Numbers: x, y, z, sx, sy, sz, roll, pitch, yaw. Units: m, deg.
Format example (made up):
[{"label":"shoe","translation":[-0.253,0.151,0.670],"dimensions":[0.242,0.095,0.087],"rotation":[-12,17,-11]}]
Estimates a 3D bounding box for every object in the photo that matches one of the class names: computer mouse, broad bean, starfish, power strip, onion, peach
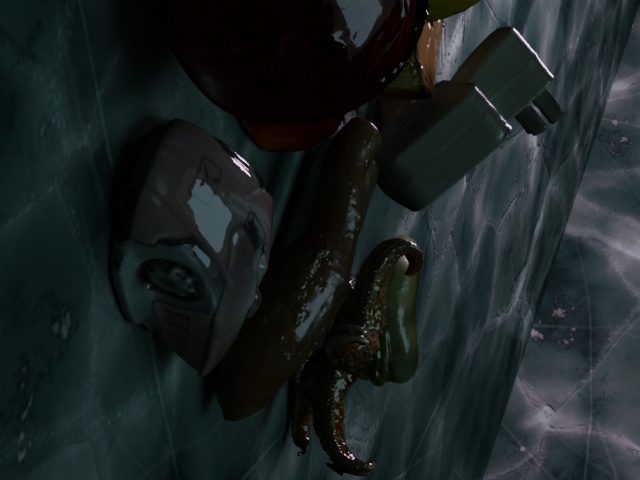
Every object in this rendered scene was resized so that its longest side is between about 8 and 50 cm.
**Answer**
[{"label":"computer mouse","translation":[-0.104,0.024,1.665],"dimensions":[0.389,0.115,0.199],"rotation":[73,37,-57]},{"label":"broad bean","translation":[0.099,0.103,2.425],"dimensions":[0.169,0.100,0.228],"rotation":[87,9,-62]},{"label":"starfish","translation":[0.037,0.150,2.104],"dimensions":[0.312,0.113,0.303],"rotation":[129,-26,-68]},{"label":"power strip","translation":[0.191,-0.143,2.170],"dimensions":[0.261,0.141,0.229],"rotation":[-41,-168,-2]},{"label":"onion","translation":[-0.029,-0.241,1.510],"dimensions":[0.276,0.276,0.276],"rotation":[12,90,-73]},{"label":"peach","translation":[-0.012,-0.185,1.895],"dimensions":[0.279,0.068,0.189],"rotation":[-51,147,-56]}]

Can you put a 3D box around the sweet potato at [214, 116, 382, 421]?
[{"label":"sweet potato","translation":[-0.015,0.035,1.896],"dimensions":[0.385,0.109,0.109],"rotation":[-62,160,-11]}]

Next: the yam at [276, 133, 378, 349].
[{"label":"yam","translation":[0.000,0.000,2.023],"dimensions":[0.093,0.093,0.259],"rotation":[68,38,-62]}]

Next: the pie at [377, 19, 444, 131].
[{"label":"pie","translation":[0.136,-0.221,2.376],"dimensions":[0.185,0.052,0.218],"rotation":[48,53,-67]}]

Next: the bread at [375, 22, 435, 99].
[{"label":"bread","translation":[0.087,-0.249,2.103],"dimensions":[0.190,0.114,0.132],"rotation":[65,30,-77]}]

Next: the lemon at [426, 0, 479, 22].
[{"label":"lemon","translation":[0.091,-0.371,1.792],"dimensions":[0.310,0.253,0.253],"rotation":[46,57,-51]}]
